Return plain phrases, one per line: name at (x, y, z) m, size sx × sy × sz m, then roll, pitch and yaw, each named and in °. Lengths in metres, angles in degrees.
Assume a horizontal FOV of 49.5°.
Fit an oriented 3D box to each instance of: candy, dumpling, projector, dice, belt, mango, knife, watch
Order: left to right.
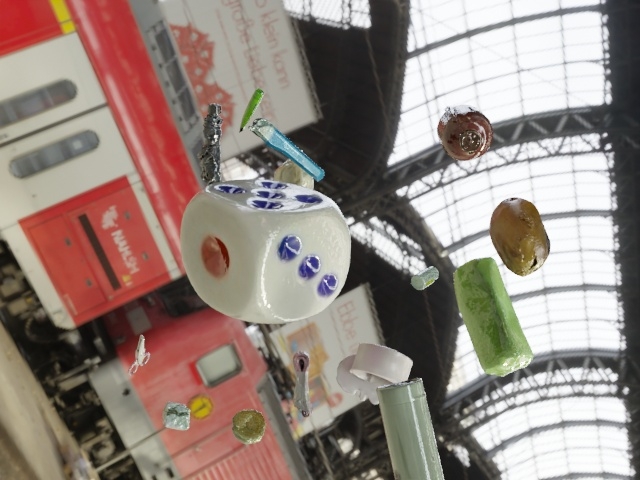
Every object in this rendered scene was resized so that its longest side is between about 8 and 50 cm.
dice at (-0.131, 0.016, 1.658) m, size 0.304 × 0.304 × 0.277 m, roll 20°, pitch -67°, yaw 42°
knife at (-0.073, -0.208, 1.619) m, size 0.026 × 0.044 × 0.296 m, roll 28°, pitch -5°, yaw 37°
dumpling at (-0.072, -0.154, 1.984) m, size 0.155 × 0.111 × 0.181 m, roll -104°, pitch 173°, yaw -68°
belt at (-0.067, 0.512, 2.482) m, size 0.053 × 0.071 × 0.232 m, roll -157°, pitch -117°, yaw -88°
watch at (0.184, 0.459, 2.426) m, size 0.244 × 0.196 × 0.231 m, roll 19°, pitch -19°, yaw 3°
projector at (0.206, 0.474, 1.502) m, size 0.108 × 0.108 × 0.338 m, roll 137°, pitch -57°, yaw -73°
candy at (0.481, 0.212, 1.965) m, size 0.142 × 0.131 × 0.344 m, roll -49°, pitch -137°, yaw 44°
mango at (0.532, -0.010, 1.873) m, size 0.156 × 0.151 × 0.249 m, roll 100°, pitch -9°, yaw -49°

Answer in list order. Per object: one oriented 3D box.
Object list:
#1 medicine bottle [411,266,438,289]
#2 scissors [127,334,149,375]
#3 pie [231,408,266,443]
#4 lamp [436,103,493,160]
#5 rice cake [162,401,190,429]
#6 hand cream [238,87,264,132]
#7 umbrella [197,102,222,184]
medicine bottle at (0.299, 0.107, 1.984) m, size 0.047 × 0.083 × 0.047 m, roll 19°, pitch -61°, yaw 37°
scissors at (-0.514, 0.322, 1.980) m, size 0.022 × 0.085 × 0.176 m, roll 38°, pitch -42°, yaw 14°
pie at (-0.162, 0.422, 1.576) m, size 0.084 × 0.084 × 0.020 m, roll 55°, pitch -33°, yaw 29°
lamp at (0.472, -0.364, 2.301) m, size 0.258 × 0.180 × 0.180 m, roll -90°, pitch 162°, yaw -67°
rice cake at (-0.376, 0.453, 1.805) m, size 0.336 × 0.066 × 0.063 m, roll 138°, pitch -37°, yaw -71°
hand cream at (-0.167, -0.308, 1.650) m, size 0.122 × 0.023 × 0.036 m, roll -55°, pitch -164°, yaw 41°
umbrella at (-0.306, -0.268, 1.935) m, size 0.080 × 0.071 × 0.224 m, roll 32°, pitch -61°, yaw 59°
